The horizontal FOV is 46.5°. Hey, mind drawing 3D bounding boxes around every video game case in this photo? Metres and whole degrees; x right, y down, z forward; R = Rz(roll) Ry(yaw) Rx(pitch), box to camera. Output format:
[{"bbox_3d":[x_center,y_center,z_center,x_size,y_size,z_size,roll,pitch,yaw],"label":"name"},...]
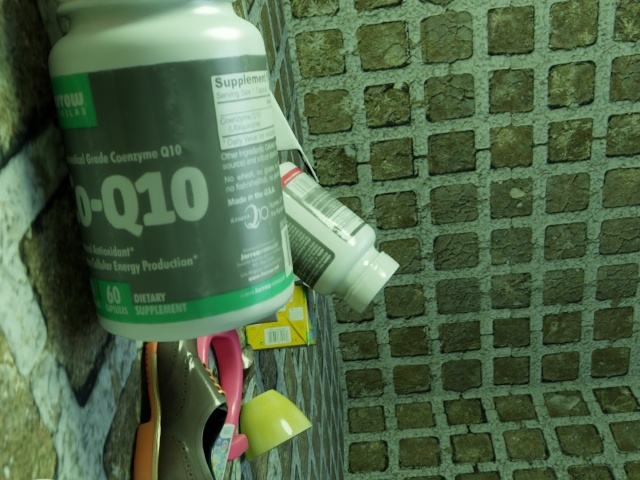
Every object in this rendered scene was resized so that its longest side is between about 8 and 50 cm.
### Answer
[{"bbox_3d":[-0.150,0.299,0.959,0.087,0.011,0.122,23,78,-62],"label":"video game case"}]

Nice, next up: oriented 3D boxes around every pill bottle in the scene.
[{"bbox_3d":[0.000,0.000,1.528,0.318,0.176,0.176,40,-8,7],"label":"pill bottle"},{"bbox_3d":[-0.145,-0.103,0.726,0.204,0.204,0.361,-75,158,-77],"label":"pill bottle"}]

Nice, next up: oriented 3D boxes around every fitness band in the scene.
[{"bbox_3d":[-0.159,0.222,1.117,0.291,0.054,0.209,60,22,-81],"label":"fitness band"}]

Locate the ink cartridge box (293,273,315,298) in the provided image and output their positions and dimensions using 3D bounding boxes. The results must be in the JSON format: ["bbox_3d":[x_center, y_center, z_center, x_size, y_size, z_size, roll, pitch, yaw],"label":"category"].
[{"bbox_3d":[-0.076,0.041,1.987,0.172,0.100,0.237,-90,173,-52],"label":"ink cartridge box"}]

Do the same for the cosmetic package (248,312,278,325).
[{"bbox_3d":[-0.127,0.083,1.203,0.239,0.099,0.060,90,-10,-70],"label":"cosmetic package"}]

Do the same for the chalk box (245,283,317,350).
[{"bbox_3d":[-0.081,0.167,1.603,0.213,0.132,0.132,56,28,-82],"label":"chalk box"}]

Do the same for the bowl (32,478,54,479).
[{"bbox_3d":[-0.153,0.324,0.549,0.298,0.134,0.297,-7,90,-85],"label":"bowl"}]

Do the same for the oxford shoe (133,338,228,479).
[{"bbox_3d":[-0.155,0.181,0.891,0.097,0.098,0.271,77,9,-57],"label":"oxford shoe"}]

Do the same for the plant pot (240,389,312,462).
[{"bbox_3d":[-0.096,0.333,1.371,0.095,0.134,0.134,60,-1,13],"label":"plant pot"}]

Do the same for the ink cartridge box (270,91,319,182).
[{"bbox_3d":[-0.117,-0.252,1.210,0.371,0.069,0.176,60,1,-11],"label":"ink cartridge box"}]

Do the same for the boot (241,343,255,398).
[{"bbox_3d":[-0.133,0.212,1.330,0.106,0.037,0.114,-88,-175,-45],"label":"boot"}]
